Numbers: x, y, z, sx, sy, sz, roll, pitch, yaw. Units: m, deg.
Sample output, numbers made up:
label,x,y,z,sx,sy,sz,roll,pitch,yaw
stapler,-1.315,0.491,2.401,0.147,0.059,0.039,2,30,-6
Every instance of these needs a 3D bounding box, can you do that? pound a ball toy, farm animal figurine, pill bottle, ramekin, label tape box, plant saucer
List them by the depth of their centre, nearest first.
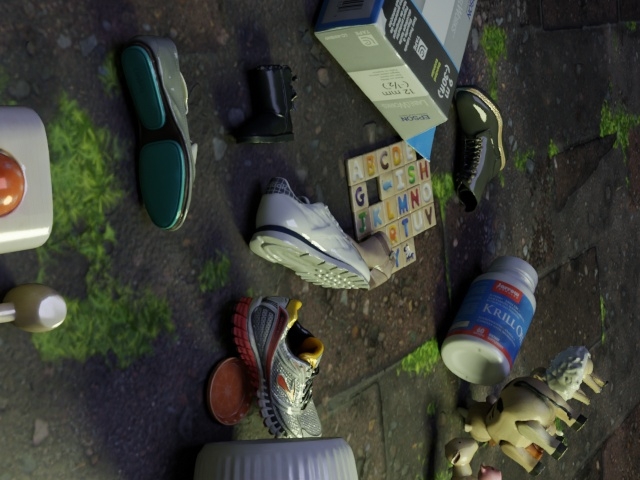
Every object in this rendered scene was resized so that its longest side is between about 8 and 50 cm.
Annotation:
label,x,y,z,sx,sy,sz,roll,pitch,yaw
pound a ball toy,-0.329,-0.003,0.737,0.319,0.136,0.208,-10,99,-53
ramekin,-0.051,0.287,1.081,0.207,0.207,0.109,12,73,-54
plant saucer,-0.112,0.185,1.148,0.083,0.013,0.083,0,90,-54
label tape box,0.150,-0.314,1.412,0.348,0.115,0.249,40,58,-45
farm animal figurine,0.308,0.339,1.595,0.330,0.172,0.327,-39,163,-47
pill bottle,0.305,0.134,1.634,0.221,0.124,0.124,-59,135,-36

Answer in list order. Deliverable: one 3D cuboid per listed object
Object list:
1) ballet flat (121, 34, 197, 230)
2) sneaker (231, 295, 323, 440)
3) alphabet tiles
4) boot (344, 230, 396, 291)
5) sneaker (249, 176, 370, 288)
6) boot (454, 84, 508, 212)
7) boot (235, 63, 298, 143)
label,x,y,z,sx,sy,sz,roll,pitch,yaw
ballet flat,-0.164,-0.119,1.019,0.068,0.072,0.213,-27,112,-56
sneaker,-0.037,0.169,1.167,0.088,0.093,0.225,-73,149,-57
alphabet tiles,0.118,-0.053,1.466,0.237,0.009,0.198,-25,111,-51
boot,0.069,0.014,1.366,0.087,0.042,0.118,-50,127,-38
sneaker,0.000,0.000,1.244,0.235,0.090,0.095,36,53,-51
boot,0.265,-0.158,1.617,0.137,0.077,0.198,-58,133,-28
boot,-0.069,-0.171,1.171,0.121,0.045,0.099,-17,107,-60
